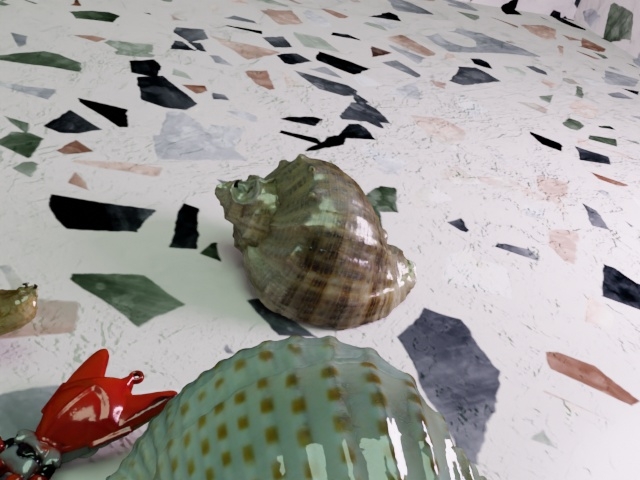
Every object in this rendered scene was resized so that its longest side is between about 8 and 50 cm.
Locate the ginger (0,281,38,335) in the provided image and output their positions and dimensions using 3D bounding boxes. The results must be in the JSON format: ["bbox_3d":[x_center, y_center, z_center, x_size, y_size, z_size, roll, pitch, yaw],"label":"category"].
[{"bbox_3d":[-0.436,0.025,0.767,0.333,0.081,0.148,25,37,15],"label":"ginger"}]

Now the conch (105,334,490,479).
[{"bbox_3d":[-0.012,0.185,0.608,0.319,0.215,0.303,16,21,-2],"label":"conch"}]

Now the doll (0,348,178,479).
[{"bbox_3d":[-0.224,0.165,0.670,0.109,0.057,0.169,23,35,28],"label":"doll"}]

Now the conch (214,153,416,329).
[{"bbox_3d":[0.001,-0.014,0.960,0.291,0.159,0.210,15,31,-6],"label":"conch"}]
